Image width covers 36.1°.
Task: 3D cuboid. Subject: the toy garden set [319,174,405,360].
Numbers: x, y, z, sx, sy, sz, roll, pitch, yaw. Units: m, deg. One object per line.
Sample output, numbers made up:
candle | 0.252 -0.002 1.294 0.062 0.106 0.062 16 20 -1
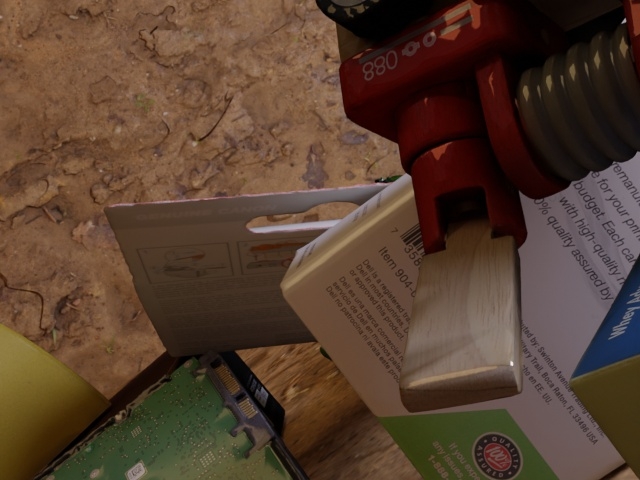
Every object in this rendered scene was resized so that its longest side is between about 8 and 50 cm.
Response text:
toy garden set | 0.065 0.031 1.122 0.244 0.049 0.204 -68 14 -3

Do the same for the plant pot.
plant pot | -0.396 0.199 1.046 0.212 0.187 0.212 -36 6 41

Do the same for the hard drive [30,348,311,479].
hard drive | -0.164 0.254 0.742 0.339 0.064 0.237 -39 37 -7

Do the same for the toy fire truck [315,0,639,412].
toy fire truck | 0.105 -0.055 0.414 0.217 0.246 0.158 -21 -24 34

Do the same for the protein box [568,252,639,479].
protein box | 0.234 0.017 0.346 0.201 0.136 0.200 -32 8 44

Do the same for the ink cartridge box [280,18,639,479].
ink cartridge box | 0.145 0.016 0.579 0.273 0.198 0.115 -36 6 9

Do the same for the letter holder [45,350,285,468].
letter holder | -0.173 0.234 1.026 0.214 0.152 0.302 -39 6 6

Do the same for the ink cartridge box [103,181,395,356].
ink cartridge box | 0.000 0.000 0.825 0.308 0.091 0.385 -5 -21 -3
